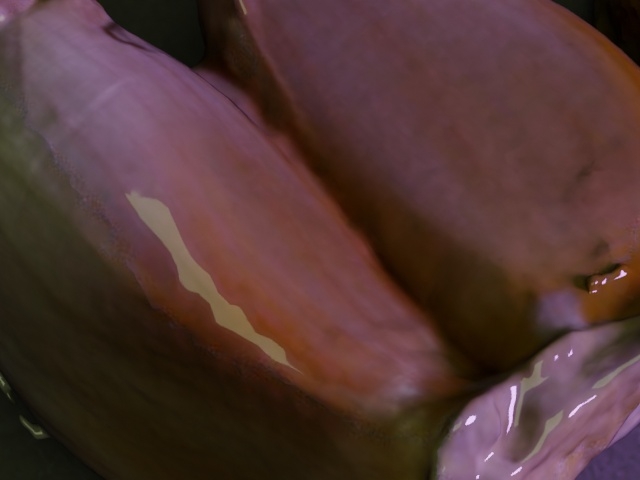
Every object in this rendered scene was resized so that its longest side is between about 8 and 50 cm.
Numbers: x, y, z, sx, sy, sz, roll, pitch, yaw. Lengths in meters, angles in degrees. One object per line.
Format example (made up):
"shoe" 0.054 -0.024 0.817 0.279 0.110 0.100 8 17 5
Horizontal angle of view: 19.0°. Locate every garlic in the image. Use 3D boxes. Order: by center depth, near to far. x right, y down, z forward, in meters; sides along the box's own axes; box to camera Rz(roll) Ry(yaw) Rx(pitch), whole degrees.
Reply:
"garlic" 0.000 0.000 0.794 0.313 0.249 0.286 39 94 22

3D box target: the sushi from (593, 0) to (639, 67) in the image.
"sushi" 0.250 -0.059 0.865 0.184 0.139 0.274 -30 82 -12
